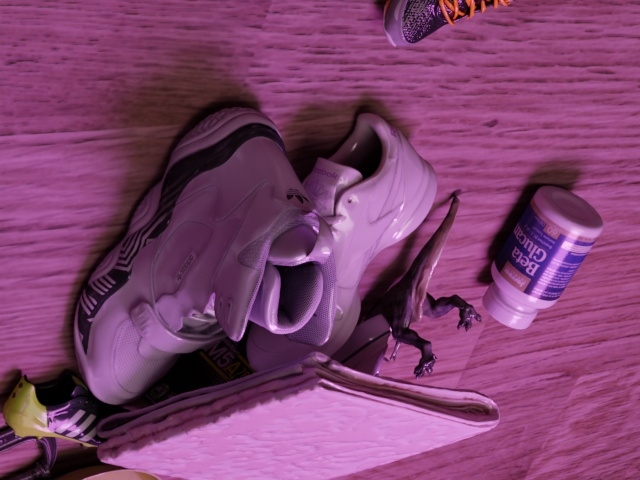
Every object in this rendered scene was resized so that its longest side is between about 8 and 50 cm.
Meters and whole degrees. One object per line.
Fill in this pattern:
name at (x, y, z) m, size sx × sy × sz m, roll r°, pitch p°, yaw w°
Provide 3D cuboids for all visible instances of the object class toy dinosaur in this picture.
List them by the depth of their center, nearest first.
toy dinosaur at (0.117, 0.086, 1.782) m, size 0.064 × 0.118 × 0.268 m, roll 2°, pitch 128°, yaw -53°

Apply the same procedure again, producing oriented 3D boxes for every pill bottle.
pill bottle at (0.270, 0.025, 1.862) m, size 0.094 × 0.094 × 0.169 m, roll 3°, pitch 126°, yaw -40°

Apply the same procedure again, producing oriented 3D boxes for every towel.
towel at (-0.025, 0.204, 1.631) m, size 0.331 × 0.053 × 0.317 m, roll -21°, pitch 153°, yaw 35°

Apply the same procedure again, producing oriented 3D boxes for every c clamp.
c clamp at (-0.359, 0.262, 1.660) m, size 0.160 × 0.022 × 0.137 m, roll -27°, pitch 135°, yaw -13°

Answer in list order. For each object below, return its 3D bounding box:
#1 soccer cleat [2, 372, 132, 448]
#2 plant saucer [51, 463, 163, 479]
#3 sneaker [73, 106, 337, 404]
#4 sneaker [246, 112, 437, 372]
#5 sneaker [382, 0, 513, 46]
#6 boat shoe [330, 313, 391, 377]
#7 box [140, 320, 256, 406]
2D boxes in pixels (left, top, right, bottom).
soccer cleat at (-0.259, 0.184, 1.630) m, size 0.179 × 0.060 × 0.072 m, roll 12°, pitch 111°, yaw -44°
plant saucer at (-0.292, 0.340, 1.767) m, size 0.241 × 0.037 × 0.241 m, roll -26°, pitch 145°, yaw -20°
sneaker at (-0.115, 0.065, 1.499) m, size 0.137 × 0.210 × 0.366 m, roll 8°, pitch 123°, yaw -43°
sneaker at (0.000, 0.000, 1.579) m, size 0.305 × 0.114 × 0.152 m, roll -58°, pitch 139°, yaw -19°
sneaker at (0.155, -0.261, 1.491) m, size 0.215 × 0.083 × 0.084 m, roll -38°, pitch 144°, yaw 1°
boat shoe at (0.031, 0.184, 1.777) m, size 0.096 × 0.088 × 0.267 m, roll -26°, pitch 160°, yaw -38°
box at (-0.105, 0.145, 1.723) m, size 0.184 × 0.045 × 0.191 m, roll -36°, pitch 143°, yaw -1°
